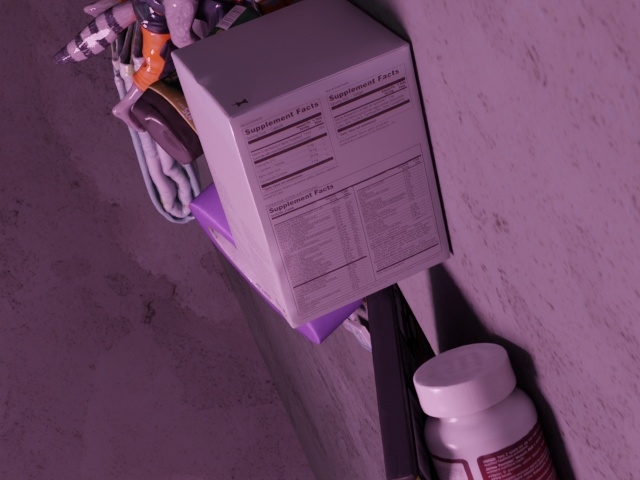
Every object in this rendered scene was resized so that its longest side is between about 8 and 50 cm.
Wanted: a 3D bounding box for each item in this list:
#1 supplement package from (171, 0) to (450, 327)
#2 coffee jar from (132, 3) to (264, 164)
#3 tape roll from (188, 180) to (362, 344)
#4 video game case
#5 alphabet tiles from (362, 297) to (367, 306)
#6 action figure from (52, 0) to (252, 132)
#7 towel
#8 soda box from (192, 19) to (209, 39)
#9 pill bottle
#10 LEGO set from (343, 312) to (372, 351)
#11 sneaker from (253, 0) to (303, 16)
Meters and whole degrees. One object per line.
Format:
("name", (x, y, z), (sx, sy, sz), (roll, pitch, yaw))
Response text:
("supplement package", (-0.008, -0.091, 1.209), (0.199, 0.198, 0.262), (50, 160, 54))
("coffee jar", (-0.123, -0.177, 1.289), (0.096, 0.184, 0.079), (51, 170, -36))
("tape roll", (-0.065, 0.020, 1.613), (0.275, 0.090, 0.275), (45, 170, 10))
("video game case", (0.113, 0.204, 1.279), (0.248, 0.035, 0.275), (59, -160, -46))
("alphabet tiles", (0.000, 0.000, 1.630), (0.278, 0.021, 0.284), (49, 175, -18))
("action figure", (-0.193, -0.272, 1.441), (0.330, 0.178, 0.341), (-37, 51, 43))
("towel", (-0.273, -0.257, 1.849), (0.374, 0.090, 0.320), (83, 175, -53))
("soda box", (-0.201, -0.366, 1.623), (0.091, 0.098, 0.286), (-21, -79, -63))
("pill bottle", (0.178, 0.227, 1.173), (0.121, 0.121, 0.221), (-151, 40, -72))
("LEGO set", (-0.003, 0.098, 1.846), (0.182, 0.060, 0.244), (57, 171, -14))
("sneaker", (-0.052, -0.309, 1.298), (0.215, 0.084, 0.083), (84, 164, -59))
